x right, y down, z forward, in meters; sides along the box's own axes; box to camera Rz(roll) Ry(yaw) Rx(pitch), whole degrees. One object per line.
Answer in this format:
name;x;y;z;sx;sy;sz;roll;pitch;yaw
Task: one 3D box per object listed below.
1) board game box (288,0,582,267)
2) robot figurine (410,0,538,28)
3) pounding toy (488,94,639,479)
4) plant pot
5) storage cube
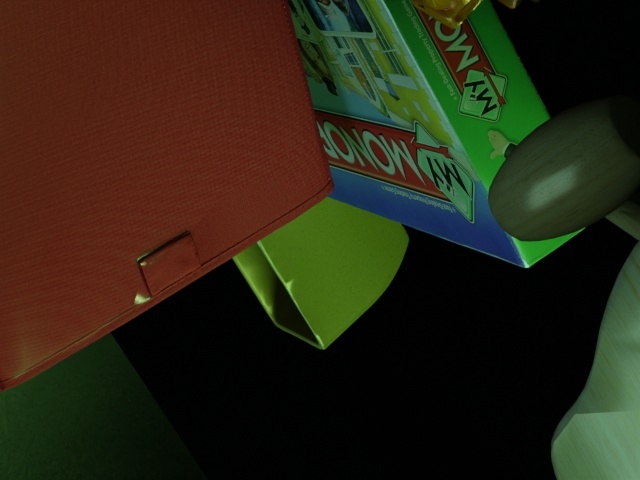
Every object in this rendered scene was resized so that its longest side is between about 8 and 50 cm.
board game box;-0.007;-0.110;0.834;0.213;0.046;0.317;60;165;-20
robot figurine;-0.005;-0.211;0.498;0.211;0.085;0.291;37;158;48
pounding toy;0.176;0.041;0.517;0.269;0.155;0.154;52;139;12
plant pot;0.000;0.000;0.990;0.081;0.083;0.081;58;166;-19
storage cube;-0.134;-0.087;0.781;0.183;0.215;0.193;42;155;44
